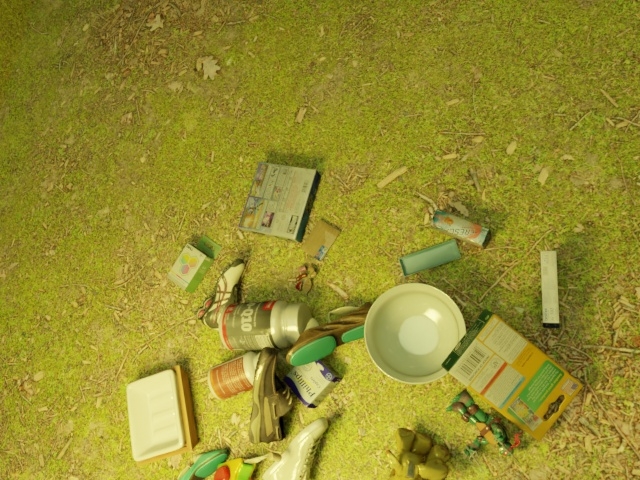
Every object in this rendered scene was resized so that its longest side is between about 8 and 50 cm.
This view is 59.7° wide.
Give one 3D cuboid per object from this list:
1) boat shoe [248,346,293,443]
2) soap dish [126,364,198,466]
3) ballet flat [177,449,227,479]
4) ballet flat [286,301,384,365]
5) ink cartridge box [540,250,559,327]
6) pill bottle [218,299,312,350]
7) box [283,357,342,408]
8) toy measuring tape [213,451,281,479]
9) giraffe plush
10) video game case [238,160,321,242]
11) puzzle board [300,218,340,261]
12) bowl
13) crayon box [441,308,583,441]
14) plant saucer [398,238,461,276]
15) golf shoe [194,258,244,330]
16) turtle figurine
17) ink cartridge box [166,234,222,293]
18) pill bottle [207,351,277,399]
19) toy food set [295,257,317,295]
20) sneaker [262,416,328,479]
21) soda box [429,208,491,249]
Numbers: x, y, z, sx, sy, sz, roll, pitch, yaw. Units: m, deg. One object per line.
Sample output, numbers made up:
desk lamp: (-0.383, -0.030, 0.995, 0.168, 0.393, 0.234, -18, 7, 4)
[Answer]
boat shoe: (-0.149, 0.488, 1.761, 0.130, 0.132, 0.355, 6, 117, -4)
soap dish: (-0.550, 0.609, 1.946, 0.229, 0.118, 0.291, -22, 67, 15)
ballet flat: (-0.416, 0.769, 1.864, 0.247, 0.083, 0.087, -48, 48, 0)
ballet flat: (0.037, 0.282, 1.769, 0.342, 0.116, 0.124, -23, 47, -10)
ink cartridge box: (0.657, 0.141, 1.600, 0.046, 0.097, 0.207, -2, 72, 22)
pill bottle: (-0.181, 0.283, 1.869, 0.283, 0.161, 0.161, -7, 71, 20)
box: (-0.026, 0.448, 1.803, 0.137, 0.072, 0.126, -49, 62, 3)
toy measuring tape: (-0.238, 0.741, 1.740, 0.330, 0.121, 0.121, -30, 62, 39)
giraffe plush: (0.251, 0.667, 1.581, 0.181, 0.210, 0.170, 27, 114, 24)
video game case: (-0.149, -0.143, 2.047, 0.244, 0.061, 0.270, 12, 78, 24)
puzzle board: (0.000, 0.000, 1.968, 0.096, 0.011, 0.128, 32, 88, 26)
bowl: (0.290, 0.284, 1.682, 0.297, 0.134, 0.298, -5, 74, 16)
crayon box: (0.524, 0.369, 1.536, 0.323, 0.083, 0.203, 38, 90, -4)
plant saucer: (0.352, 0.058, 1.799, 0.192, 0.018, 0.067, -21, 67, 16)
golf shoe: (-0.334, 0.195, 2.011, 0.120, 0.105, 0.273, 33, 94, 12)
turtle figurine: (0.457, 0.534, 1.554, 0.234, 0.118, 0.175, 48, 136, 29)
ink cartridge box: (-0.478, 0.082, 2.113, 0.109, 0.062, 0.209, 31, 87, 28)
pill bottle: (-0.259, 0.447, 1.873, 0.216, 0.121, 0.121, -23, 66, 15)
toy food set: (-0.052, 0.127, 1.947, 0.078, 0.019, 0.122, 23, 91, 27)
sneaker: (-0.050, 0.678, 1.730, 0.123, 0.106, 0.290, 43, 104, 25)
soda box: (0.442, -0.036, 1.765, 0.183, 0.063, 0.058, 24, 84, 27)
